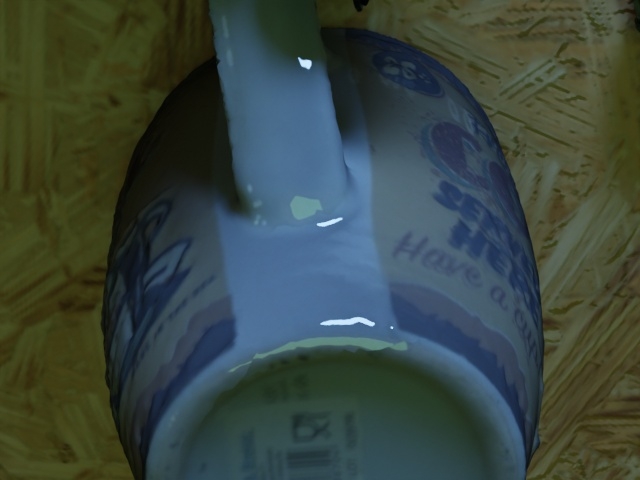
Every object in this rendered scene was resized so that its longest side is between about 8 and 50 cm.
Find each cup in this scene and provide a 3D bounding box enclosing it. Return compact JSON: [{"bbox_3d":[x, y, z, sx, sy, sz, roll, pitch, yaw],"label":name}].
[{"bbox_3d":[0.000,0.000,0.438,0.227,0.257,0.301,-11,113,0],"label":"cup"}]

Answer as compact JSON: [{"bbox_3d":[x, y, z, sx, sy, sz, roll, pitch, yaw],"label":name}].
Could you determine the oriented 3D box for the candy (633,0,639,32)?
[{"bbox_3d":[0.260,-0.123,0.509,0.202,0.061,0.061,2,115,-12],"label":"candy"}]

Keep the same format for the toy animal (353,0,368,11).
[{"bbox_3d":[-0.044,-0.233,0.323,0.289,0.249,0.174,7,140,-28],"label":"toy animal"}]
